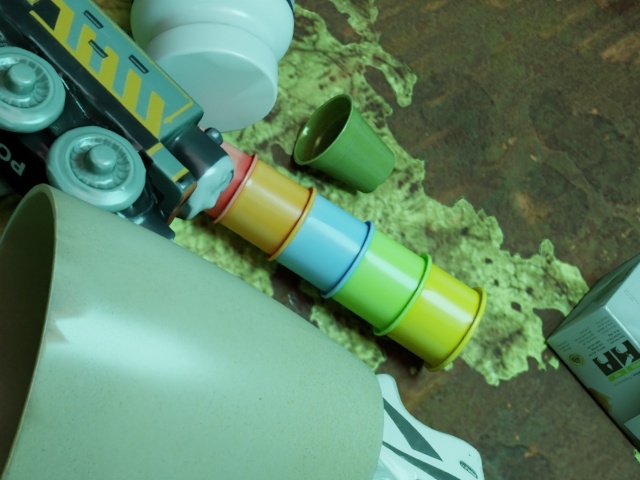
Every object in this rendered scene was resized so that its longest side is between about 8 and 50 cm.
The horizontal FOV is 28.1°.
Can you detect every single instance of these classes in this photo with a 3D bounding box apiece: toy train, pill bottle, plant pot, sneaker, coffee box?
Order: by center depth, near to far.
[{"bbox_3d":[-0.103,0.121,0.915,0.274,0.256,0.256,17,55,-24],"label":"plant pot"},{"bbox_3d":[-0.221,-0.122,1.045,0.334,0.142,0.190,44,50,4],"label":"toy train"},{"bbox_3d":[0.117,0.250,1.080,0.146,0.122,0.330,-35,86,-40],"label":"sneaker"},{"bbox_3d":[-0.100,-0.243,1.207,0.153,0.153,0.264,17,56,-25],"label":"pill bottle"},{"bbox_3d":[0.029,-0.087,1.260,0.079,0.083,0.083,37,48,-27],"label":"plant pot"},{"bbox_3d":[0.372,0.145,1.329,0.246,0.098,0.141,50,48,2],"label":"coffee box"}]

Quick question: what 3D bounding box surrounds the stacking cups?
[{"bbox_3d":[0.000,0.000,1.182,0.316,0.096,0.096,33,50,-8],"label":"stacking cups"}]
